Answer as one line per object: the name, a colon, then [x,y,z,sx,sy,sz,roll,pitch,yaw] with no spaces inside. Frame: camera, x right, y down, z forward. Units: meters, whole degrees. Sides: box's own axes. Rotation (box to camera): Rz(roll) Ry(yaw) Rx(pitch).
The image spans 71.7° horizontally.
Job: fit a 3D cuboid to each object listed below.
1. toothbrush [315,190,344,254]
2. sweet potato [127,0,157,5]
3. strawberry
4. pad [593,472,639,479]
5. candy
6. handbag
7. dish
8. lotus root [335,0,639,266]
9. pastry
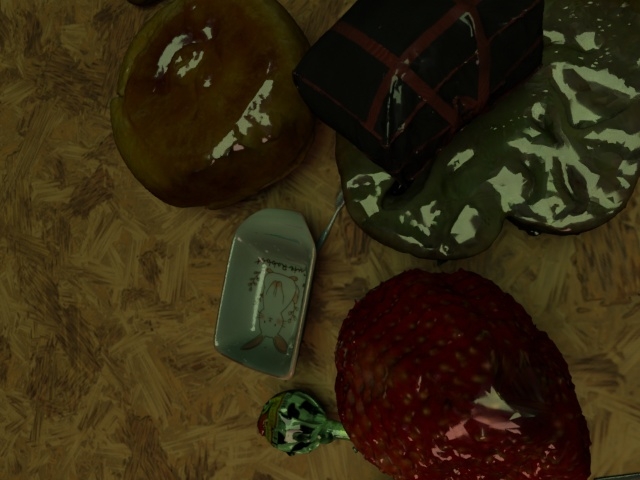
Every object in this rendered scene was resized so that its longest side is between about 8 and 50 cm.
toothbrush: [0.000,0.000,0.668,0.011,0.014,0.167,32,99,37]
sweet potato: [-0.279,-0.474,0.787,0.182,0.054,0.053,-28,86,15]
strawberry: [0.138,0.139,0.463,0.250,0.288,0.238,-4,75,1]
pad: [0.458,0.328,0.476,0.245,0.006,0.170,-19,81,19]
candy: [0.061,0.272,0.609,0.305,0.083,0.091,7,126,12]
handbag: [0.101,-0.179,0.462,0.215,0.155,0.169,-43,56,6]
dish: [-0.067,0.070,0.655,0.154,0.064,0.234,12,92,32]
lotus root: [0.198,-0.158,0.558,0.390,0.111,0.375,-27,73,19]
pastry: [-0.163,-0.210,0.672,0.356,0.164,0.356,-4,80,24]
